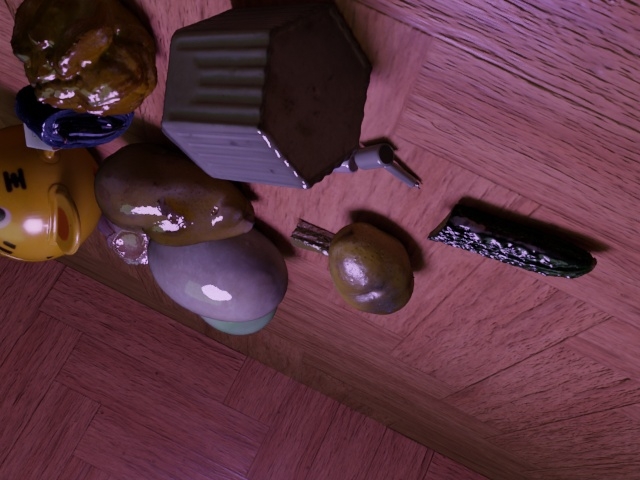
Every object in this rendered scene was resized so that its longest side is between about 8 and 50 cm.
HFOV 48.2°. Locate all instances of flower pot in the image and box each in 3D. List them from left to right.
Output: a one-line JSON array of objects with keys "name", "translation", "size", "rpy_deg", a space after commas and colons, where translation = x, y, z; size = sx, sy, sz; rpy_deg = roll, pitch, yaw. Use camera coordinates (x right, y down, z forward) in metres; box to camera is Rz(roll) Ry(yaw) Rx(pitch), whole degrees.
[{"name": "flower pot", "translation": [-0.069, -0.194, 0.952], "size": [0.190, 0.239, 0.209], "rpy_deg": [9, -177, 38]}]

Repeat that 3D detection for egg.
[{"name": "egg", "translation": [-0.248, 0.062, 1.735], "size": [0.352, 0.258, 0.258], "rpy_deg": [25, 160, -7]}, {"name": "egg", "translation": [-0.243, 0.138, 1.966], "size": [0.270, 0.220, 0.220], "rpy_deg": [40, 158, -10]}]

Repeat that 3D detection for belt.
[{"name": "belt", "translation": [-0.448, -0.233, 1.342], "size": [0.128, 0.122, 0.218], "rpy_deg": [42, -153, 16]}]

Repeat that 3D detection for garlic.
[{"name": "garlic", "translation": [-0.451, -0.020, 1.891], "size": [0.207, 0.207, 0.257], "rpy_deg": [6, 159, 45]}]

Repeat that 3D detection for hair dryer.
[{"name": "hair dryer", "translation": [0.119, -0.116, 1.170], "size": [0.124, 0.038, 0.063], "rpy_deg": [30, 163, -30]}]

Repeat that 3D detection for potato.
[{"name": "potato", "translation": [-0.310, -0.091, 1.545], "size": [0.351, 0.202, 0.218], "rpy_deg": [14, 148, -2]}, {"name": "potato", "translation": [0.106, 0.058, 1.453], "size": [0.169, 0.143, 0.248], "rpy_deg": [-20, 138, 11]}]

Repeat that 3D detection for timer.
[{"name": "timer", "translation": [-0.683, -0.127, 1.718], "size": [0.376, 0.376, 0.387], "rpy_deg": [37, 150, -24]}]

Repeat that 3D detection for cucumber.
[{"name": "cucumber", "translation": [0.308, 0.006, 1.162], "size": [0.265, 0.077, 0.077], "rpy_deg": [20, 159, 16]}]

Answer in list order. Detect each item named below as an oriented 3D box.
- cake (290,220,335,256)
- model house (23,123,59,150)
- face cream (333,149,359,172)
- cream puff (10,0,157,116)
[{"name": "cake", "translation": [0.000, 0.000, 1.567], "size": [0.140, 0.051, 0.055], "rpy_deg": [16, 155, 24]}, {"name": "model house", "translation": [-0.538, -0.261, 1.511], "size": [0.100, 0.149, 0.127], "rpy_deg": [12, 112, 33]}, {"name": "face cream", "translation": [-0.019, -0.152, 1.220], "size": [0.182, 0.051, 0.072], "rpy_deg": [14, 157, 30]}, {"name": "cream puff", "translation": [-0.382, -0.304, 1.154], "size": [0.244, 0.196, 0.244], "rpy_deg": [2, 141, 1]}]
